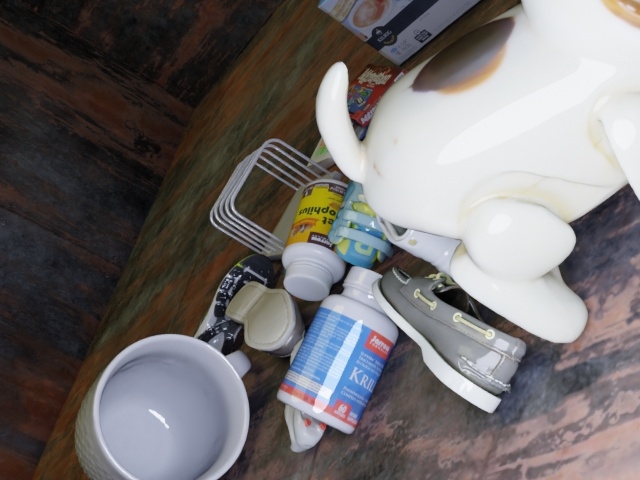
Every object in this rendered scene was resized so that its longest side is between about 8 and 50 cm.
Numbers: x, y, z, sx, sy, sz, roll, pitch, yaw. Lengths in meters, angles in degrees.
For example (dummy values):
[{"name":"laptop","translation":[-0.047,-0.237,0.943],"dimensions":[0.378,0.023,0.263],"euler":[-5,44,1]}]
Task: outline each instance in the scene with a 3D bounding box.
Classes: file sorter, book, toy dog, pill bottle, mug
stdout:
[{"name":"file sorter","translation":[-0.109,-0.085,1.796],"dimensions":[0.192,0.173,0.278],"euler":[-61,13,-12]},{"name":"book","translation":[0.031,-0.227,1.926],"dimensions":[0.096,0.035,0.144],"euler":[-21,40,56]},{"name":"toy dog","translation":[0.235,-0.173,0.844],"dimensions":[0.408,0.395,0.284],"euler":[-56,9,35]},{"name":"pill bottle","translation":[0.000,0.000,1.539],"dimensions":[0.117,0.117,0.215],"euler":[-35,31,49]},{"name":"pill bottle","translation":[0.037,0.154,1.217],"dimensions":[0.221,0.124,0.124],"euler":[-64,20,-10]},{"name":"mug","translation":[-0.283,0.329,1.598],"dimensions":[0.374,0.276,0.328],"euler":[-36,-4,-35]}]

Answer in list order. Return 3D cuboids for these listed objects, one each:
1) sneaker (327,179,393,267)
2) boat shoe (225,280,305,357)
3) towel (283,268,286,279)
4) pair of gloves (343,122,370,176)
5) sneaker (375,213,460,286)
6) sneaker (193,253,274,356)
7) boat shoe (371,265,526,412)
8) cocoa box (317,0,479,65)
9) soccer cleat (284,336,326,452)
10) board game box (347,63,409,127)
[{"name":"sneaker","translation":[0.107,-0.069,1.340],"dimensions":[0.319,0.127,0.208],"euler":[118,173,-66]},{"name":"boat shoe","translation":[-0.086,0.156,1.558],"dimensions":[0.116,0.097,0.324],"euler":[-50,19,-8]},{"name":"towel","translation":[-0.035,0.034,1.707],"dimensions":[0.119,0.029,0.067],"euler":[-51,22,21]},{"name":"pair of gloves","translation":[0.099,-0.214,1.752],"dimensions":[0.159,0.023,0.198],"euler":[-51,20,27]},{"name":"sneaker","translation":[0.162,-0.068,1.172],"dimensions":[0.108,0.169,0.292],"euler":[-49,20,31]},{"name":"sneaker","translation":[-0.205,0.154,1.839],"dimensions":[0.300,0.111,0.121],"euler":[-56,16,3]},{"name":"boat shoe","translation":[0.155,0.097,1.048],"dimensions":[0.091,0.109,0.305],"euler":[-56,26,8]},{"name":"cocoa box","translation":[0.197,-0.573,1.720],"dimensions":[0.347,0.228,0.231],"euler":[-30,35,54]},{"name":"soccer cleat","translation":[-0.027,0.239,1.332],"dimensions":[0.076,0.068,0.196],"euler":[-51,26,39]},{"name":"board game box","translation":[0.101,-0.320,1.837],"dimensions":[0.145,0.027,0.281],"euler":[-46,18,1]}]
